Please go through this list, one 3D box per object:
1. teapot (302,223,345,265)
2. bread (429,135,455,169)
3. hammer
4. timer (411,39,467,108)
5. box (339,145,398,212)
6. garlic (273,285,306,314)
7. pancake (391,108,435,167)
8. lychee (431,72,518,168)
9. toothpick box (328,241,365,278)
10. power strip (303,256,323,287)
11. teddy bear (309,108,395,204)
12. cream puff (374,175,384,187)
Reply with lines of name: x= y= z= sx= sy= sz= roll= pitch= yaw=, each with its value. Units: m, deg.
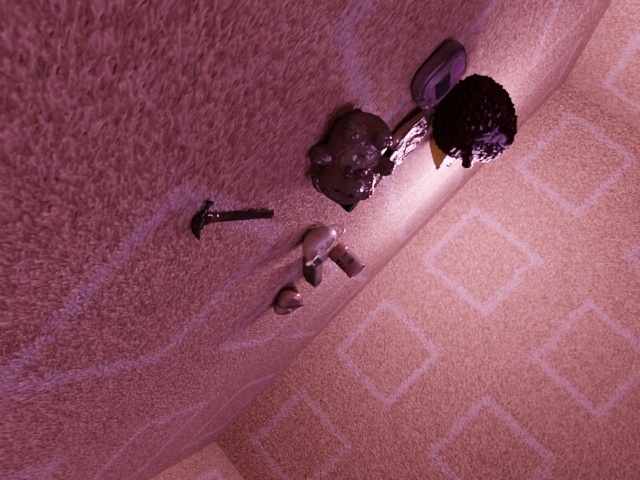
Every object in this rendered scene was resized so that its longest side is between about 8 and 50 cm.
teapot: x=0.000 y=0.000 z=1.659 sx=0.226 sy=0.092 sz=0.145 roll=-38 pitch=165 yaw=-27
bread: x=0.541 y=-0.417 z=1.905 sx=0.129 sy=0.134 sz=0.260 roll=-29 pitch=163 yaw=-13
hammer: x=-0.207 y=-0.060 z=1.128 sx=0.125 sy=0.027 sz=0.297 roll=-53 pitch=162 yaw=24
timer: x=0.369 y=-0.504 z=1.389 sx=0.191 sy=0.069 sz=0.208 roll=-45 pitch=165 yaw=9
box: x=0.109 y=-0.212 z=1.339 sx=0.235 sy=0.132 sz=0.034 roll=-54 pitch=163 yaw=25
garlic: x=-0.142 y=0.269 z=1.965 sx=0.124 sy=0.099 sz=0.174 roll=-9 pitch=143 yaw=-41
pancake: x=0.312 y=-0.362 z=1.622 sx=0.282 sy=0.049 sz=0.282 roll=-41 pitch=164 yaw=-14
lychee: x=0.556 y=-0.426 z=1.630 sx=0.306 sy=0.307 sz=0.329 roll=6 pitch=92 yaw=-70
toothpick box: x=0.122 y=0.092 z=2.073 sx=0.098 sy=0.149 sz=0.098 roll=-41 pitch=163 yaw=-15
power strip: x=-0.032 y=0.126 z=1.908 sx=0.052 sy=0.078 sz=0.272 roll=-42 pitch=163 yaw=-19
teddy bear: x=0.085 y=-0.215 z=1.215 sx=0.151 sy=0.236 sz=0.267 roll=-99 pitch=-155 yaw=-56
cream puff: x=0.172 y=-0.237 z=1.486 sx=0.144 sy=0.103 sz=0.126 roll=-48 pitch=177 yaw=11
